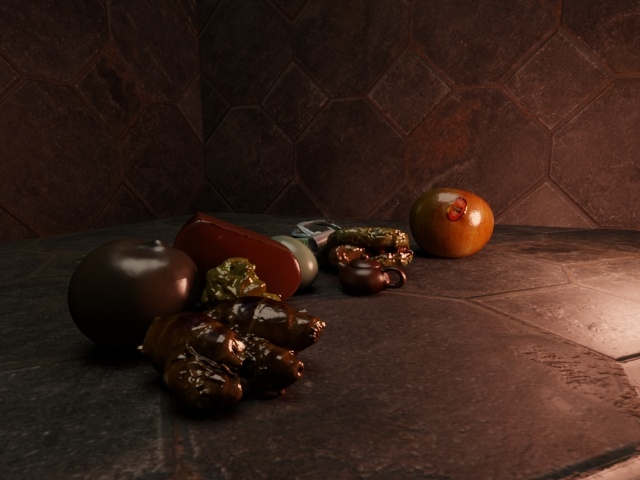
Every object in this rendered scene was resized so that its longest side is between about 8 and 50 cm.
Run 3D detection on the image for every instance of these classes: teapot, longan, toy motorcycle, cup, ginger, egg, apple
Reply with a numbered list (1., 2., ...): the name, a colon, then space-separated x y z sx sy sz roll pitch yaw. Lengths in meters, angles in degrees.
1. teapot: 0.173 0.115 1.470 0.252 0.135 0.178 3 14 24
2. longan: -0.444 0.128 1.022 0.298 0.297 0.297 0 10 0
3. toy motorcycle: -0.014 -0.007 2.065 0.260 0.206 0.154 0 -29 4
4. cup: 0.000 0.000 1.933 0.116 0.074 0.104 -25 1 -29
5. ginger: -0.169 0.213 0.860 0.358 0.152 0.274 -8 13 -30
6. egg: -0.112 0.079 1.504 0.231 0.168 0.168 41 25 16
7. apple: 0.628 -0.077 2.060 0.401 0.333 0.400 15 -1 0

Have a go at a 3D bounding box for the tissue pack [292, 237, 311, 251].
1. tissue pack: -0.145 0.088 1.665 0.209 0.156 0.148 -1 -26 6

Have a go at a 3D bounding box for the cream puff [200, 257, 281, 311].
1. cream puff: -0.204 0.151 1.069 0.195 0.221 0.195 -42 4 3

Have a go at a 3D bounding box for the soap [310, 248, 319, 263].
1. soap: -0.080 0.074 1.931 0.149 0.056 0.100 2 10 11

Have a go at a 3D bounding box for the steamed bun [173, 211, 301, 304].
1. steamed bun: -0.265 0.089 1.273 0.380 0.248 0.235 22 2 -20

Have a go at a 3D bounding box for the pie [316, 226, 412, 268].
1. pie: 0.183 0.038 1.766 0.396 0.180 0.418 -2 -3 -7
